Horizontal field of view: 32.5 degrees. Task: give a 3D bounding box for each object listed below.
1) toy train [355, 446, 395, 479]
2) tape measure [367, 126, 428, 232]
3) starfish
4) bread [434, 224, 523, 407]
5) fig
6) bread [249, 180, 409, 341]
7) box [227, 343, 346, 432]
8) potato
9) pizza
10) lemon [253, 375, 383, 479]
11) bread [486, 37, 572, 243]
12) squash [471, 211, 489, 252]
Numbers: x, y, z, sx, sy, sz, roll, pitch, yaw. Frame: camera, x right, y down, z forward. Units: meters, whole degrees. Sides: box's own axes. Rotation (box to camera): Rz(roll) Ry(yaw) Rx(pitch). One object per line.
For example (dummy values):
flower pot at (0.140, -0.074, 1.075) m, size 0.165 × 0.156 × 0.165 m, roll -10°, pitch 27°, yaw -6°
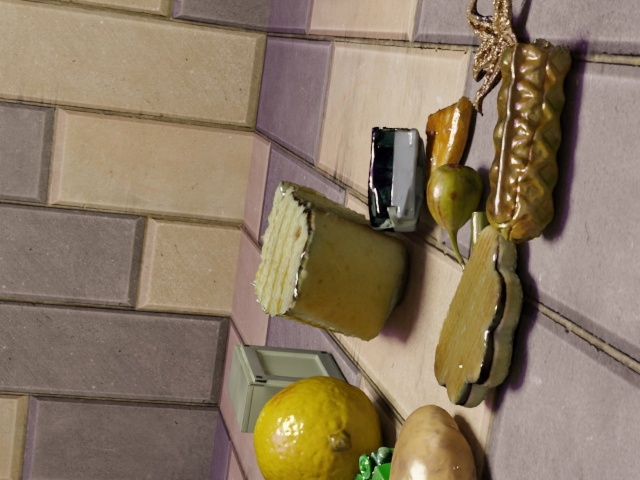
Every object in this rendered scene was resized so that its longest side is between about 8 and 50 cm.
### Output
toy train at (0.103, 0.477, 1.934) m, size 0.119 × 0.085 × 0.251 m, roll -125°, pitch 37°, yaw -47°
tape measure at (0.136, -0.104, 1.905) m, size 0.181 × 0.107 × 0.182 m, roll -17°, pitch -71°, yaw -77°
starfish at (0.265, -0.301, 1.630) m, size 0.213 × 0.057 × 0.238 m, roll -118°, pitch 31°, yaw -53°
bread at (0.232, 0.129, 1.577) m, size 0.207 × 0.056 × 0.286 m, roll -96°, pitch 18°, yaw -50°
fig at (0.203, -0.038, 1.698) m, size 0.093 × 0.093 × 0.166 m, roll 178°, pitch 99°, yaw -76°
bread at (0.035, 0.052, 2.040) m, size 0.395 × 0.264 × 0.239 m, roll -140°, pitch 69°, yaw -73°
box at (-0.071, 0.320, 2.384) m, size 0.225 × 0.225 × 0.117 m, roll -127°, pitch 44°, yaw -69°
potato at (0.168, 0.353, 1.636) m, size 0.161 × 0.128 × 0.234 m, roll -63°, pitch 15°, yaw 16°
pizza at (0.209, -0.169, 1.826) m, size 0.131 × 0.041 × 0.178 m, roll -118°, pitch 36°, yaw -61°
lemon at (-0.004, 0.375, 2.052) m, size 0.267 × 0.267 × 0.267 m, roll -174°, pitch 90°, yaw -76°
bread at (0.274, -0.130, 1.454) m, size 0.087 × 0.098 × 0.269 m, roll 3°, pitch -87°, yaw -62°
squash at (0.242, 0.000, 1.656) m, size 0.027 × 0.028 × 0.083 m, roll 149°, pitch 125°, yaw -73°
